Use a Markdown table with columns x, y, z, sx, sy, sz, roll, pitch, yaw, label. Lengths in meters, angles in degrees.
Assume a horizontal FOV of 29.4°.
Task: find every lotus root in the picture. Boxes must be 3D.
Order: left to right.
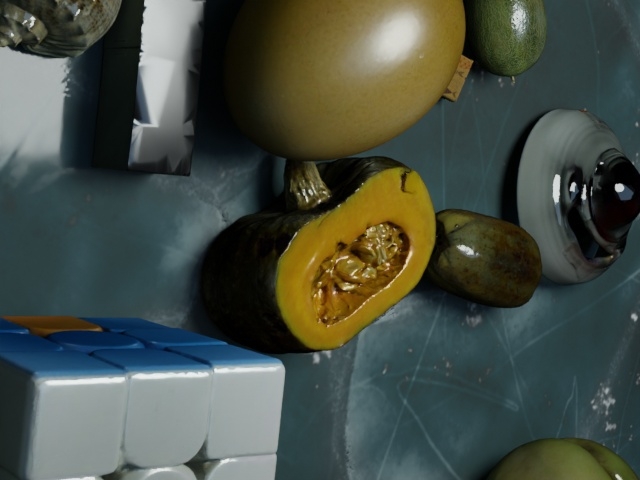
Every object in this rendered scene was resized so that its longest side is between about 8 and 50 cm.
| x | y | z | sx | sy | sz | roll | pitch | yaw | label |
| --- | --- | --- | --- | --- | --- | --- | --- | --- | --- |
| 0.230 | 0.027 | 1.729 | 0.241 | 0.123 | 0.124 | 17 | 90 | -41 | lotus root |

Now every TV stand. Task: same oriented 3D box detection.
| x | y | z | sx | sy | sz | roll | pitch | yaw | label |
| --- | --- | --- | --- | --- | --- | --- | --- | --- | --- |
| -0.189 | -0.210 | 1.369 | 0.088 | 0.083 | 0.269 | 3 | 93 | -40 | TV stand |

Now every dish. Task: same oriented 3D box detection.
| x | y | z | sx | sy | sz | roll | pitch | yaw | label |
| --- | --- | --- | --- | --- | --- | --- | --- | --- | --- |
| 0.423 | -0.067 | 1.848 | 0.273 | 0.134 | 0.273 | 0 | 90 | -47 | dish |

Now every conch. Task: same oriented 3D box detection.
| x | y | z | sx | sy | sz | roll | pitch | yaw | label |
| --- | --- | --- | --- | --- | --- | --- | --- | --- | --- |
| -0.272 | -0.267 | 1.285 | 0.130 | 0.155 | 0.207 | 31 | 64 | 7 | conch |

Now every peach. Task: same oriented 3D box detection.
| x | y | z | sx | sy | sz | roll | pitch | yaw | label |
| --- | --- | --- | --- | --- | --- | --- | --- | --- | --- |
| 0.359 | 0.434 | 1.815 | 0.292 | 0.247 | 0.292 | -32 | 127 | -54 | peach |

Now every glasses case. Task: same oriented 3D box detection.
| x | y | z | sx | sy | sz | roll | pitch | yaw | label |
| --- | --- | --- | --- | --- | --- | --- | --- | --- | --- |
| 0.131 | -0.248 | 1.663 | 0.170 | 0.041 | 0.064 | 20 | 94 | -41 | glasses case |

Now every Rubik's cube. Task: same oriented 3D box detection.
| x | y | z | sx | sy | sz | roll | pitch | yaw | label |
| --- | --- | --- | --- | --- | --- | --- | --- | --- | --- |
| -0.242 | 0.237 | 1.240 | 0.290 | 0.292 | 0.291 | 2 | 95 | -41 | Rubik's cube |

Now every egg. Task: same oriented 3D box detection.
| x | y | z | sx | sy | sz | roll | pitch | yaw | label |
| --- | --- | --- | --- | --- | --- | --- | --- | --- | --- |
| 0.026 | -0.227 | 1.438 | 0.322 | 0.250 | 0.250 | -45 | 122 | -21 | egg |

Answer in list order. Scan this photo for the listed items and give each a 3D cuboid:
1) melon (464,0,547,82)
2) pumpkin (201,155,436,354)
| x | y | z | sx | sy | sz | roll | pitch | yaw | label |
| --- | --- | --- | --- | --- | --- | --- | --- | --- | --- |
| 0.260 | -0.303 | 1.718 | 0.114 | 0.114 | 0.167 | -24 | 112 | -36 | melon |
| 0.000 | 0.000 | 1.524 | 0.317 | 0.139 | 0.221 | -32 | 118 | -30 | pumpkin |
